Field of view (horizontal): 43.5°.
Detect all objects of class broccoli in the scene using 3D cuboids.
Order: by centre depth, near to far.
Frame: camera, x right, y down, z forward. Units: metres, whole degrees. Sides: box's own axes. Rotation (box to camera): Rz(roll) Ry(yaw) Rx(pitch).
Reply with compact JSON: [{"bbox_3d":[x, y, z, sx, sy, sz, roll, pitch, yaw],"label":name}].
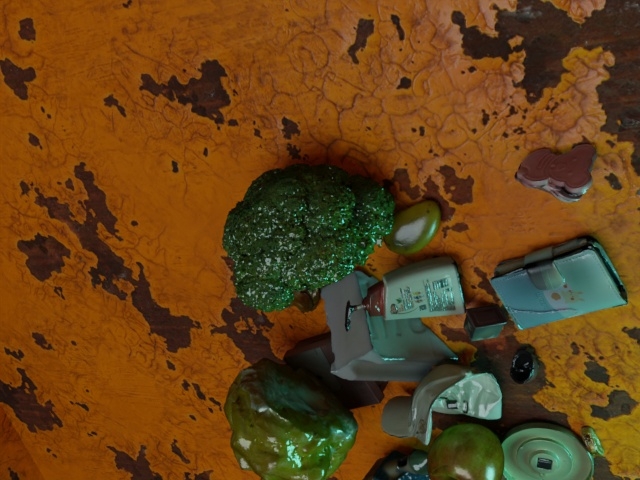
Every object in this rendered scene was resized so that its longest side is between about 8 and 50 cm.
[{"bbox_3d":[-0.045,-0.023,1.803,0.321,0.413,0.310,45,174,8],"label":"broccoli"}]

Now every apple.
[{"bbox_3d":[0.366,0.553,2.008,0.196,0.196,0.196,15,127,21],"label":"apple"}]

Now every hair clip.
[{"bbox_3d":[0.465,-0.139,1.581,0.138,0.123,0.102,25,150,8],"label":"hair clip"}]

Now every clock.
[{"bbox_3d":[0.565,0.555,2.023,0.235,0.029,0.235,10,123,15],"label":"clock"}]

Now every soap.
[{"bbox_3d":[0.170,0.216,2.032,0.302,0.258,0.159,11,143,-35],"label":"soap"}]

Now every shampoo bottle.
[{"bbox_3d":[0.187,0.133,1.859,0.284,0.071,0.153,-13,117,0],"label":"shampoo bottle"}]

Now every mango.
[{"bbox_3d":[0.209,-0.030,1.822,0.103,0.076,0.161,49,123,1],"label":"mango"}]

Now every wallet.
[{"bbox_3d":[0.510,0.097,1.733,0.250,0.075,0.176,-21,112,37],"label":"wallet"}]

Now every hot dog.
[{"bbox_3d":[0.657,0.494,1.944,0.030,0.034,0.090,-18,111,37],"label":"hot dog"}]

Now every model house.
[{"bbox_3d":[0.279,0.726,2.158,0.312,0.245,0.280,54,138,-1],"label":"model house"}]

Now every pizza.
[{"bbox_3d":[-0.093,0.115,2.101,0.226,0.069,0.147,17,152,26],"label":"pizza"}]

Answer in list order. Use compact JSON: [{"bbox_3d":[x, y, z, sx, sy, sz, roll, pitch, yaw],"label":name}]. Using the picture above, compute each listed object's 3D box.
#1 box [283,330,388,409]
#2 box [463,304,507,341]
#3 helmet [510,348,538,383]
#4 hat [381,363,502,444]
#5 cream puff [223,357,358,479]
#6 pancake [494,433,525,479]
[{"bbox_3d":[0.045,0.350,2.162,0.215,0.086,0.215,-22,109,39],"label":"box"},{"bbox_3d":[0.380,0.193,1.863,0.084,0.060,0.063,-8,135,-14],"label":"box"},{"bbox_3d":[0.489,0.298,1.898,0.065,0.049,0.084,36,114,51],"label":"helmet"},{"bbox_3d":[0.283,0.388,2.005,0.301,0.257,0.168,-10,88,55],"label":"hat"},{"bbox_3d":[-0.094,0.504,2.055,0.378,0.378,0.275,34,110,5],"label":"cream puff"},{"bbox_3d":[0.450,0.597,2.135,0.235,0.029,0.212,-31,103,40],"label":"pancake"}]
